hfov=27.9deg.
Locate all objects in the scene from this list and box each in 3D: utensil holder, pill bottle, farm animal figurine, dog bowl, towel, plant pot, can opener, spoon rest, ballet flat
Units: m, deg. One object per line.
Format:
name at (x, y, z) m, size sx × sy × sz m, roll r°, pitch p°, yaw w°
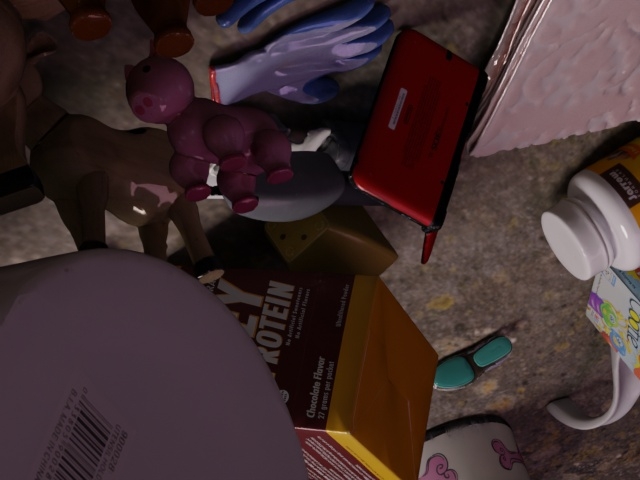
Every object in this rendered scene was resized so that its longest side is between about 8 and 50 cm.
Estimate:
utensil holder at (-0.237, 0.190, 0.713) m, size 0.385 × 0.328 × 0.327 m, roll -13°, pitch 161°, yaw 29°
pill bottle at (0.341, -0.047, 1.339) m, size 0.215 × 0.117 × 0.117 m, roll -31°, pitch 150°, yaw -10°
farm animal figurine at (-0.179, -0.095, 0.702) m, size 0.326 × 0.172 × 0.330 m, roll -11°, pitch 152°, yaw -16°
dog bowl at (0.138, 0.429, 1.778) m, size 0.408 × 0.150 × 0.408 m, roll -26°, pitch 150°, yaw -17°
towel at (0.294, -0.221, 1.108) m, size 0.331 × 0.053 × 0.317 m, roll -14°, pitch 145°, yaw -33°
plant pot at (0.000, 0.000, 1.095) m, size 0.081 × 0.081 × 0.083 m, roll -42°, pitch 145°, yaw 10°
can opener at (0.018, -0.045, 1.027) m, size 0.283 × 0.095 × 0.076 m, roll 0°, pitch 137°, yaw -46°
spoon rest at (0.419, 0.168, 1.763) m, size 0.137 × 0.084 × 0.276 m, roll -8°, pitch 141°, yaw -40°
ballet flat at (0.177, 0.151, 1.535) m, size 0.114 × 0.041 × 0.041 m, roll -25°, pitch 149°, yaw -17°

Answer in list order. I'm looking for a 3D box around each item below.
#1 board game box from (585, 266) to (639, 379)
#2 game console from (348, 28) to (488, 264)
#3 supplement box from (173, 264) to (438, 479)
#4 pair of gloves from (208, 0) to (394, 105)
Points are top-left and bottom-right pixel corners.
board game box at (0.489, 0.044, 1.597) m, size 0.275 × 0.142 × 0.144 m, roll -28°, pitch 150°, yaw -15°
game console at (0.075, -0.073, 1.027) m, size 0.124 × 0.144 × 0.085 m, roll 27°, pitch 158°, yaw -21°
supplement box at (-0.026, 0.118, 1.080) m, size 0.194 × 0.129 × 0.191 m, roll 2°, pitch 157°, yaw 22°
pair of gloves at (-0.010, -0.161, 0.909) m, size 0.159 × 0.023 × 0.198 m, roll -24°, pitch 148°, yaw -19°
